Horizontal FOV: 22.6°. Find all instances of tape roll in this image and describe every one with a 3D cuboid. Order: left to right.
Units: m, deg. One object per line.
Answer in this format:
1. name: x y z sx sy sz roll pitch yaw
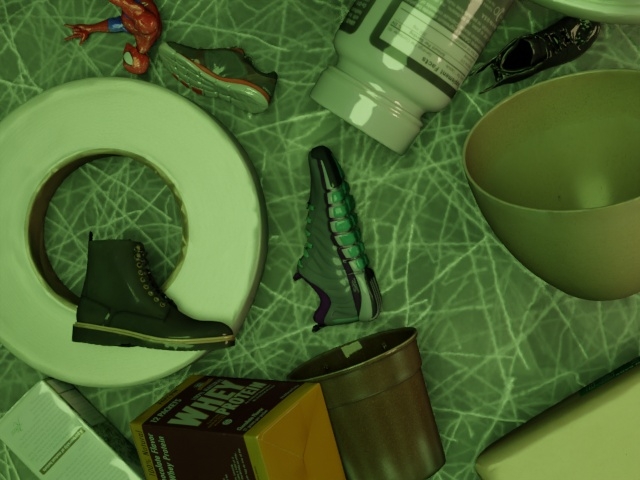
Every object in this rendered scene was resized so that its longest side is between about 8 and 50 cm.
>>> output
1. tape roll: -0.258 -0.009 1.994 0.392 0.072 0.392 0 90 7

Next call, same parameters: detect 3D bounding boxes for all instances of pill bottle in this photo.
1. pill bottle: 0.117 -0.254 1.902 0.161 0.161 0.283 33 94 6

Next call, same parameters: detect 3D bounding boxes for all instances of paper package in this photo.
1. paper package: 0.388 0.305 1.871 0.325 0.168 0.309 -30 87 7

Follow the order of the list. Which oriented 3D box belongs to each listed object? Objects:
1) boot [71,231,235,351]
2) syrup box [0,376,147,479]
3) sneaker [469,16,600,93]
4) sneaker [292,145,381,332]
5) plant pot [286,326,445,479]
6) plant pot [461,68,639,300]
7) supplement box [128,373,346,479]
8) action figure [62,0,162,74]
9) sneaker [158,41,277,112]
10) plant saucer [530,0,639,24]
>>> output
1. boot: -0.197 0.062 1.917 0.198 0.077 0.137 4 86 5
2. syrup box: -0.283 0.281 1.986 0.237 0.093 0.096 45 95 4
3. sneaker: 0.260 -0.225 1.921 0.170 0.089 0.051 -28 87 6
4. sneaker: 0.000 0.000 1.959 0.098 0.083 0.224 -16 89 11
5. plant pot: 0.064 0.211 1.919 0.167 0.167 0.165 -19 96 7
6. plant pot: 0.321 -0.043 1.848 0.284 0.284 0.191 -13 124 7
7. supplement box: -0.090 0.273 1.880 0.194 0.129 0.191 0 114 37
8. action figure: -0.261 -0.344 1.983 0.139 0.091 0.280 -3 89 0
9. sneaker: -0.125 -0.215 1.993 0.158 0.061 0.065 27 66 5
10. plant saucer: 0.329 -0.427 1.804 0.400 0.100 0.400 2 59 -3
